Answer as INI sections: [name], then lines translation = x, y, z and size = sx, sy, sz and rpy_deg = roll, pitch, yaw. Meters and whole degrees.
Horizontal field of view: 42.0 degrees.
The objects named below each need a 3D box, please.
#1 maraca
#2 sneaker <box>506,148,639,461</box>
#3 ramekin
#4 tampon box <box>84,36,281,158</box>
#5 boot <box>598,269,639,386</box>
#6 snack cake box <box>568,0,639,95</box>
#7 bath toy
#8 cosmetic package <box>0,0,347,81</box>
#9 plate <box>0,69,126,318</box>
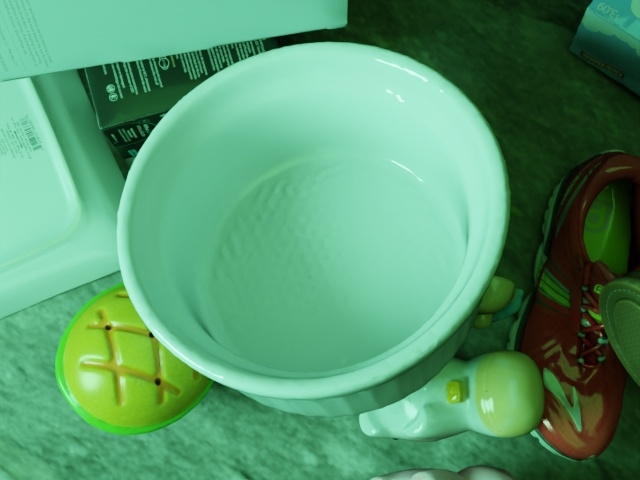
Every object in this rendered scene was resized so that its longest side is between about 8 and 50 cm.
[maraca]
translation = -0.138, 0.084, 0.716
size = 0.127, 0.099, 0.185
rpy_deg = 47, 57, 2
[sneaker]
translation = 0.234, 0.053, 0.729
size = 0.107, 0.118, 0.279
rpy_deg = 8, 82, -2
[ramekin]
translation = 0.000, 0.000, 0.636
size = 0.277, 0.135, 0.277
rpy_deg = -4, 63, 8
[tampon box]
translation = -0.117, -0.150, 0.730
size = 0.161, 0.120, 0.101
rpy_deg = -16, 84, -6
[boot]
translation = 0.378, 0.064, 0.672
size = 0.283, 0.109, 0.220
rpy_deg = 40, 75, -1
[snack cake box]
translation = 0.386, -0.178, 0.761
size = 0.264, 0.089, 0.152
rpy_deg = 36, 81, 12
[bath toy]
translation = 0.117, 0.206, 0.692
size = 0.129, 0.151, 0.348
rpy_deg = 18, 69, -46
[cosmetic package]
translation = -0.155, -0.315, 0.689
size = 0.284, 0.097, 0.377
rpy_deg = -10, 59, -8
[plate]
translation = -0.330, -0.060, 0.744
size = 0.278, 0.045, 0.277
rpy_deg = -24, 84, -7
